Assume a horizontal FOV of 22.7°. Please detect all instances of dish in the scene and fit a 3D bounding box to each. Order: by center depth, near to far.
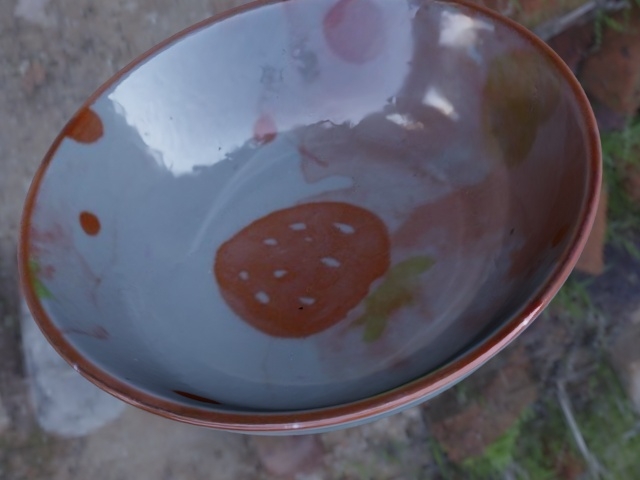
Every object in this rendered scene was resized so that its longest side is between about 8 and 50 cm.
[{"bbox_3d":[0.000,0.000,0.725,0.260,0.260,0.085,-18,137,-1],"label":"dish"}]
